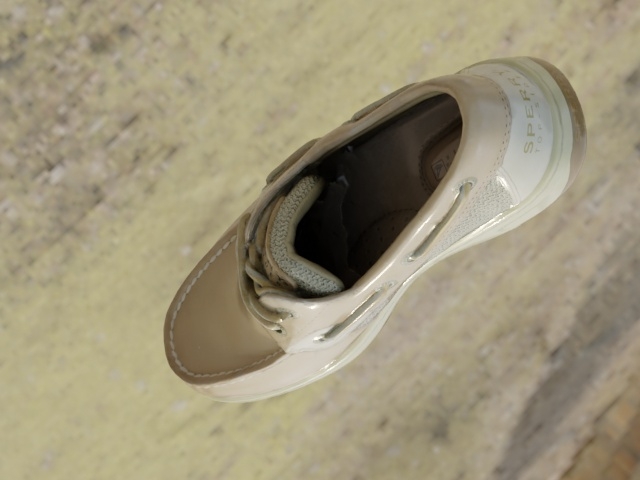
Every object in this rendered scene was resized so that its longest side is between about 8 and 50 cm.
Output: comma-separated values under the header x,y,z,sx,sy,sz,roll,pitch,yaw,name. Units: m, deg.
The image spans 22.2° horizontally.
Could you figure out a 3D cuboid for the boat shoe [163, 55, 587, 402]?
x,y,z,sx,sy,sz,roll,pitch,yaw,name
0.000,0.000,0.854,0.098,0.109,0.302,-5,157,-47,boat shoe
